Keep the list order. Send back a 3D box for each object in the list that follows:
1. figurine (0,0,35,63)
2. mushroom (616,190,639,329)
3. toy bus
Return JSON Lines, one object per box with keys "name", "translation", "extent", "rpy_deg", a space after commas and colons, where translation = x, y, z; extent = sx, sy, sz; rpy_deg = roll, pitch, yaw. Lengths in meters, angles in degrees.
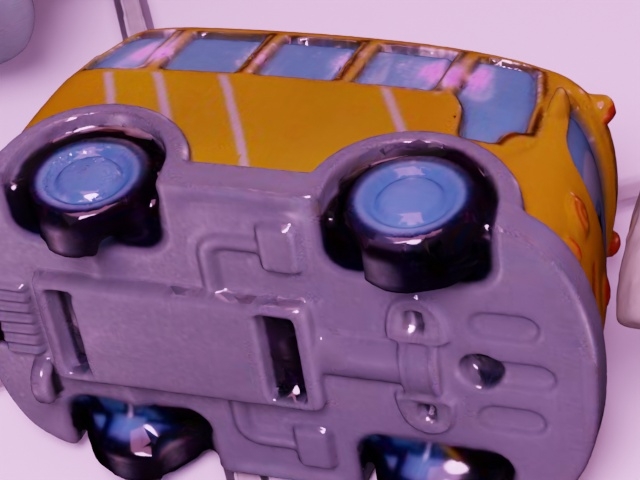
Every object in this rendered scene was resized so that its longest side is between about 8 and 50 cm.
{"name": "figurine", "translation": [-0.118, -0.199, 0.847], "extent": [0.224, 0.205, 0.382], "rpy_deg": [23, 37, 34]}
{"name": "mushroom", "translation": [0.214, -0.069, 0.665], "extent": [0.128, 0.128, 0.350], "rpy_deg": [19, 50, 28]}
{"name": "toy bus", "translation": [0.000, 0.000, 0.656], "extent": [0.209, 0.126, 0.136], "rpy_deg": [6, 41, 19]}
